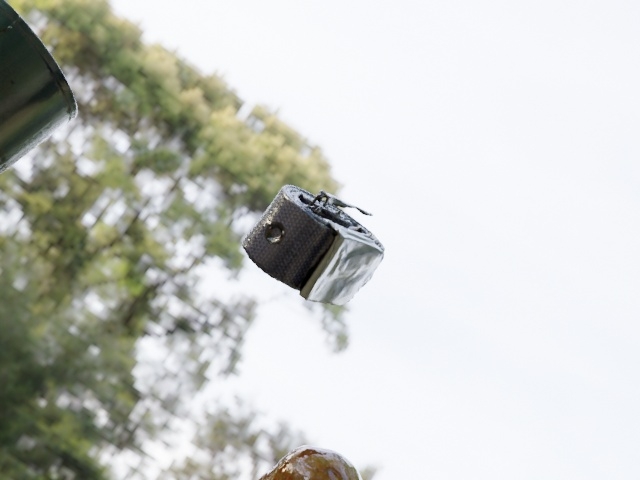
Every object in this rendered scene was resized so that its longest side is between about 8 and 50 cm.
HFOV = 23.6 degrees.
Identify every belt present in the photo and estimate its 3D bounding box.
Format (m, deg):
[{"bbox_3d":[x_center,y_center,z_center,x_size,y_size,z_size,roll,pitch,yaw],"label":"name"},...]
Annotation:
[{"bbox_3d":[0.000,0.000,2.009,0.139,0.126,0.230,42,10,25],"label":"belt"}]

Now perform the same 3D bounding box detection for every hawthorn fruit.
[{"bbox_3d":[-0.011,0.349,1.888,0.149,0.189,0.149,-6,-29,-3],"label":"hawthorn fruit"}]

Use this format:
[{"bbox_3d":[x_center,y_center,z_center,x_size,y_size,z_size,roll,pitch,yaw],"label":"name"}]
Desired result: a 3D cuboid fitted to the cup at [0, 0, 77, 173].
[{"bbox_3d":[-0.527,-0.173,2.052,0.308,0.292,0.242,17,-35,54],"label":"cup"}]
